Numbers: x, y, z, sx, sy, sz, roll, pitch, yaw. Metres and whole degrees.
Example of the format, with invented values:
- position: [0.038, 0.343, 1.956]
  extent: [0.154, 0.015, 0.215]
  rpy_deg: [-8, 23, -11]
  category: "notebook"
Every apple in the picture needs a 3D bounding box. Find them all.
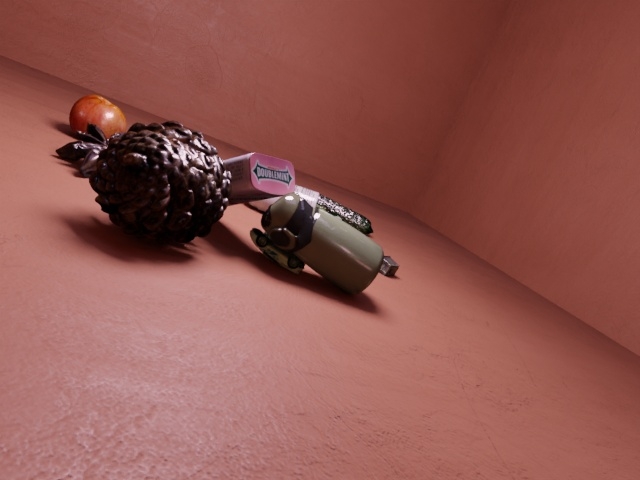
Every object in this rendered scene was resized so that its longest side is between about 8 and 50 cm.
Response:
- position: [-0.833, -0.451, 1.665]
  extent: [0.209, 0.164, 0.209]
  rpy_deg: [25, 14, -7]
  category: "apple"

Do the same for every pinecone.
- position: [-0.357, -0.127, 1.030]
  extent: [0.242, 0.298, 0.296]
  rpy_deg: [-20, -26, 32]
  category: "pinecone"

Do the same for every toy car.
- position: [-0.126, 0.031, 1.248]
  extent: [0.186, 0.058, 0.093]
  rpy_deg: [35, 13, -6]
  category: "toy car"

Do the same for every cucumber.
- position: [0.111, -0.132, 2.228]
  extent: [0.359, 0.096, 0.096]
  rpy_deg: [25, 13, 7]
  category: "cucumber"

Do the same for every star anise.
- position: [-0.651, -0.257, 1.336]
  extent: [0.282, 0.129, 0.212]
  rpy_deg: [41, 26, 28]
  category: "star anise"

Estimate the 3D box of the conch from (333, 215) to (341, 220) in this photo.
- position: [0.059, -0.075, 1.997]
  extent: [0.085, 0.057, 0.076]
  rpy_deg: [-7, 37, -5]
  category: "conch"

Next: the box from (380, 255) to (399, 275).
- position: [0.249, 0.096, 1.657]
  extent: [0.063, 0.060, 0.084]
  rpy_deg: [38, 17, 32]
  category: "box"

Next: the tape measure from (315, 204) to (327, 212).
- position: [-0.034, -0.115, 1.915]
  extent: [0.154, 0.087, 0.177]
  rpy_deg: [32, 11, -23]
  category: "tape measure"

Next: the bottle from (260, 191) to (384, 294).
- position: [-0.001, 0.001, 1.219]
  extent: [0.347, 0.168, 0.168]
  rpy_deg: [33, 11, -15]
  category: "bottle"

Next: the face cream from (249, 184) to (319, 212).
- position: [-0.200, -0.178, 1.753]
  extent: [0.369, 0.145, 0.145]
  rpy_deg: [17, 14, -3]
  category: "face cream"

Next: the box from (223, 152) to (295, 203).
- position: [-0.273, -0.159, 1.279]
  extent: [0.369, 0.112, 0.190]
  rpy_deg: [-7, -7, 35]
  category: "box"
